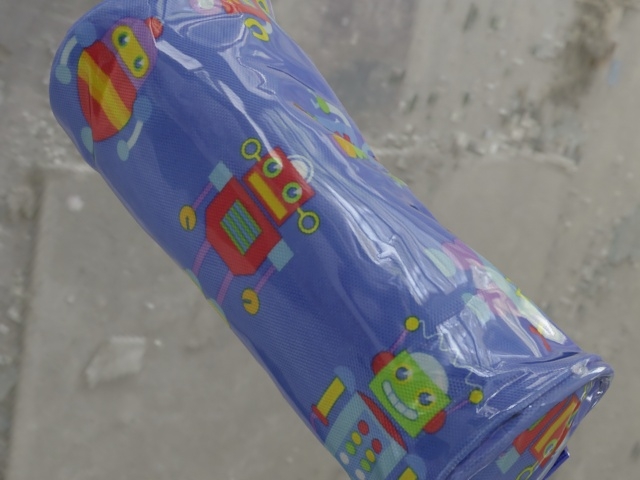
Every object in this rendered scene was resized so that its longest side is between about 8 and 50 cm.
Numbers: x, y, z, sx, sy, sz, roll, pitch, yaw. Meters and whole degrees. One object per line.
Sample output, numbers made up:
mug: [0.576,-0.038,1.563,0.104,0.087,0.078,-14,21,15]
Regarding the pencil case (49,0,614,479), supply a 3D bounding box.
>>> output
pencil case: [0.000,0.000,0.714,0.119,0.306,0.133,-47,154,13]
